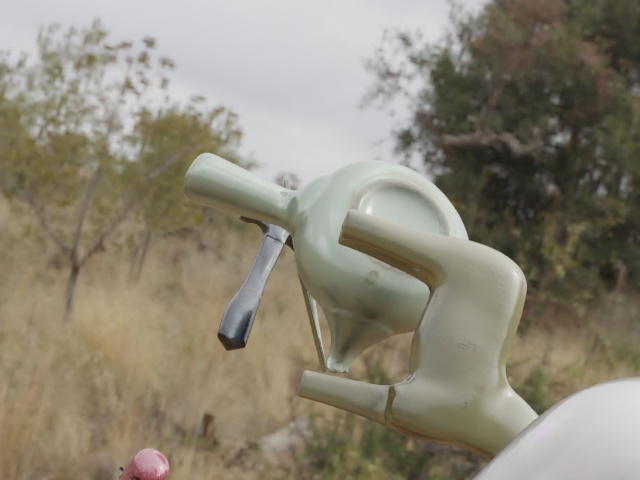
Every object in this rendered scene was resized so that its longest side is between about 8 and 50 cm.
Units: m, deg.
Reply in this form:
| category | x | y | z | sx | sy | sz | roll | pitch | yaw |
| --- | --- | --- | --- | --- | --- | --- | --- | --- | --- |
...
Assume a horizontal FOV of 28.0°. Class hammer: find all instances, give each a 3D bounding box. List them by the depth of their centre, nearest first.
| category | x | y | z | sx | sy | sz | roll | pitch | yaw |
| --- | --- | --- | --- | --- | --- | --- | --- | --- | --- |
| hammer | -0.182 | 0.239 | 1.276 | 0.043 | 0.043 | 0.083 | 14 | -44 | -30 |
| hammer | -0.093 | 0.065 | 1.958 | 0.137 | 0.037 | 0.290 | 28 | 42 | -7 |

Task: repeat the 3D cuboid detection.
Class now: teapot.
| category | x | y | z | sx | sy | sz | roll | pitch | yaw |
| --- | --- | --- | --- | --- | --- | --- | --- | --- | --- |
| teapot | 0.022 | -0.021 | 1.466 | 0.220 | 0.149 | 0.318 | -30 | 74 | -36 |

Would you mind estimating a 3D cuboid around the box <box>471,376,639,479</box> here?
| category | x | y | z | sx | sy | sz | roll | pitch | yaw |
| --- | --- | --- | --- | --- | --- | --- | --- | --- | --- |
| box | 0.173 | 0.205 | 0.808 | 0.141 | 0.288 | 0.349 | 50 | 20 | 24 |

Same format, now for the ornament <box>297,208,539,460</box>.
| category | x | y | z | sx | sy | sz | roll | pitch | yaw |
| --- | --- | --- | --- | --- | --- | --- | --- | --- | --- |
| ornament | 0.108 | 0.113 | 1.066 | 0.245 | 0.230 | 0.061 | 17 | -14 | -1 |

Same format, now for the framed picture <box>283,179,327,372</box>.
| category | x | y | z | sx | sy | sz | roll | pitch | yaw |
| --- | --- | --- | --- | --- | --- | --- | --- | --- | --- |
| framed picture | -0.022 | 0.052 | 1.814 | 0.010 | 0.173 | 0.231 | -11 | -45 | 1 |
